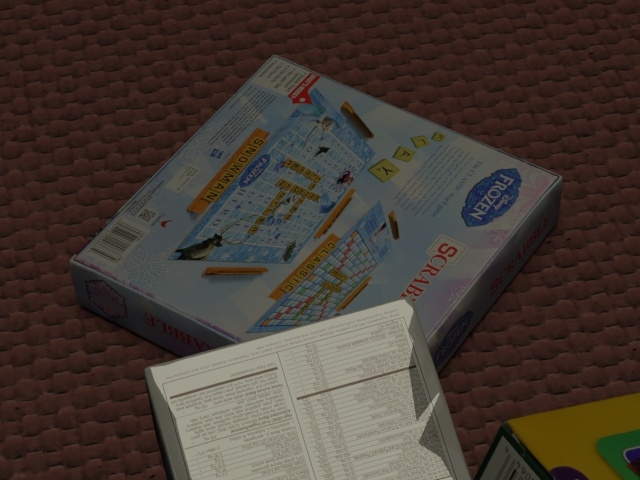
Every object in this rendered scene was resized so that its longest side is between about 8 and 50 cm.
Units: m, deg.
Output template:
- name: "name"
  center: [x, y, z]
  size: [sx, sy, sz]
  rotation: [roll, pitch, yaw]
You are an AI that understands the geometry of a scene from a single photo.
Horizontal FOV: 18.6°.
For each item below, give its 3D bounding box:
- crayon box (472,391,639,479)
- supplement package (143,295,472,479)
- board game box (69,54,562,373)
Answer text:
- name: "crayon box"
  center: [0.330, 0.259, 1.396]
  size: [0.313, 0.106, 0.363]
  rotation: [-6, 43, -37]
- name: "supplement package"
  center: [0.005, 0.212, 1.391]
  size: [0.198, 0.199, 0.262]
  rotation: [-15, 71, -7]
- name: "board game box"
  center: [0.000, 0.000, 1.741]
  size: [0.318, 0.066, 0.318]
  rotation: [25, 53, 24]
